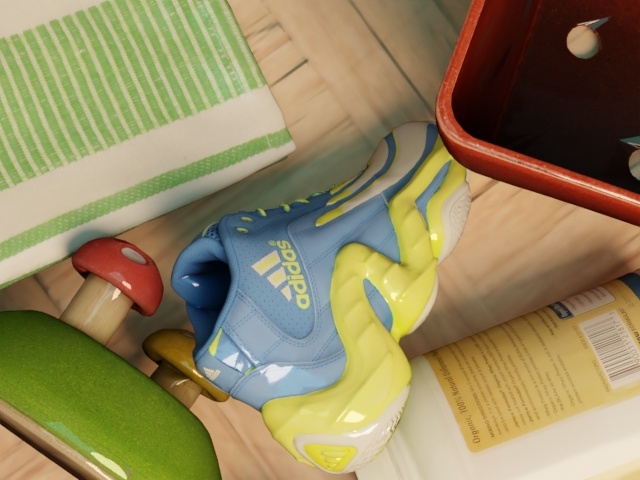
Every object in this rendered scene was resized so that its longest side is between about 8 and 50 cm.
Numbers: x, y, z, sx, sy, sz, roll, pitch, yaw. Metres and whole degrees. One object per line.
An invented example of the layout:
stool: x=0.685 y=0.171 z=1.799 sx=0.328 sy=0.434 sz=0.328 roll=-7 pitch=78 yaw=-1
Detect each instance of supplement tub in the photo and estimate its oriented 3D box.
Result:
supplement tub: x=0.120 y=0.110 z=0.870 sx=0.199 sy=0.144 sz=0.144 roll=-21 pitch=88 yaw=-2

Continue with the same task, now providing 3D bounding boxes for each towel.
towel: x=-0.178 y=-0.147 z=0.881 sx=0.248 sy=0.038 sz=0.325 roll=-27 pitch=91 yaw=-25

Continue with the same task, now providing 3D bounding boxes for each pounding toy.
pounding toy: x=-0.082 y=0.083 z=0.851 sx=0.237 sy=0.183 sz=0.110 roll=31 pitch=76 yaw=14

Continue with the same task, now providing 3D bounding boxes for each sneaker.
sneaker: x=0.000 y=0.000 z=0.841 sx=0.126 sy=0.240 sz=0.091 roll=29 pitch=131 yaw=-11

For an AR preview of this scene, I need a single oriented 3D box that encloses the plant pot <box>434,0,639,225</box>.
plant pot: x=0.208 y=-0.111 z=0.830 sx=0.267 sy=0.236 sz=0.267 roll=20 pitch=82 yaw=0
